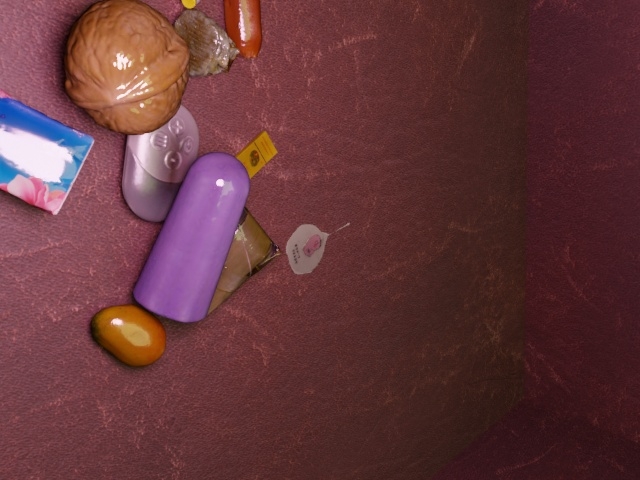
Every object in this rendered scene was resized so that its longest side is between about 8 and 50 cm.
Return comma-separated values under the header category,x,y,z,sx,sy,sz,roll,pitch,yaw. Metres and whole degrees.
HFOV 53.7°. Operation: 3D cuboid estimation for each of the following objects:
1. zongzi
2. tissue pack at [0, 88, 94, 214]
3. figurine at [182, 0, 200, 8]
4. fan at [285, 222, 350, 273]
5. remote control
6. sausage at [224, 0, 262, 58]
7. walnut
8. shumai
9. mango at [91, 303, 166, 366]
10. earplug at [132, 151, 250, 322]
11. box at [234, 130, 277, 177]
category,x,y,z,sx,sy,sz,roll,pitch,yaw
zongzi,-0.312,0.036,1.865,0.317,0.154,0.289,-47,121,-18
tissue pack,-0.673,-0.207,1.412,0.269,0.137,0.209,29,79,-25
figurine,-0.366,-0.688,1.632,0.109,0.129,0.178,-51,137,5
fan,0.001,0.000,2.240,0.310,0.010,0.182,-32,121,-33
remote control,-0.429,-0.214,1.709,0.221,0.103,0.332,1,101,-49
sausage,-0.224,-0.695,1.788,0.097,0.094,0.348,-23,115,-53
walnut,-0.452,-0.401,1.482,0.332,0.333,0.333,-13,110,-41
shumai,-0.306,-0.541,1.727,0.142,0.184,0.184,-35,126,-61
mango,-0.519,0.253,1.734,0.151,0.120,0.221,-51,123,-20
earplug,-0.329,-0.021,1.701,0.215,0.215,0.456,11,108,-45
box,-0.206,-0.260,1.967,0.155,0.023,0.087,-47,131,-24
